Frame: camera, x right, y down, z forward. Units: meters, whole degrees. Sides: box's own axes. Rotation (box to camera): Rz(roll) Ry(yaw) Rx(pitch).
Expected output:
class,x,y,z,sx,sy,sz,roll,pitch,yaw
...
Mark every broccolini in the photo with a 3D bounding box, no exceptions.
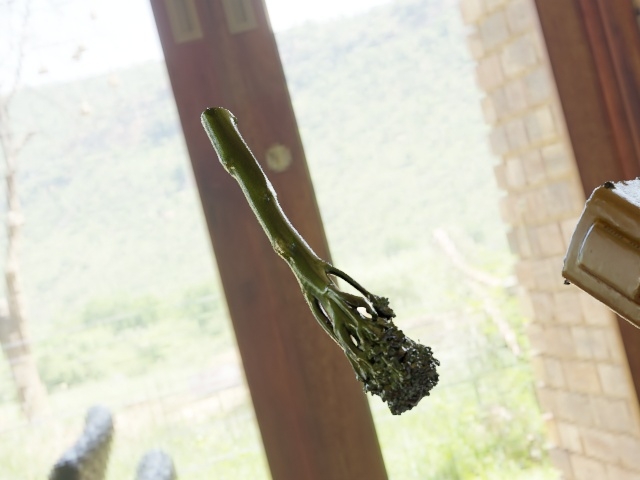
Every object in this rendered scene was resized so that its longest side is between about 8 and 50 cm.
class,x,y,z,sx,sy,sz,roll,pitch,yaw
broccolini,-0.001,0.003,1.298,0.074,0.392,0.079,-2,-39,-46

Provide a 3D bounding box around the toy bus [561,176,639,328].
class,x,y,z,sx,sy,sz,roll,pitch,yaw
toy bus,0.295,0.031,1.044,0.114,0.098,0.201,-4,31,-43
